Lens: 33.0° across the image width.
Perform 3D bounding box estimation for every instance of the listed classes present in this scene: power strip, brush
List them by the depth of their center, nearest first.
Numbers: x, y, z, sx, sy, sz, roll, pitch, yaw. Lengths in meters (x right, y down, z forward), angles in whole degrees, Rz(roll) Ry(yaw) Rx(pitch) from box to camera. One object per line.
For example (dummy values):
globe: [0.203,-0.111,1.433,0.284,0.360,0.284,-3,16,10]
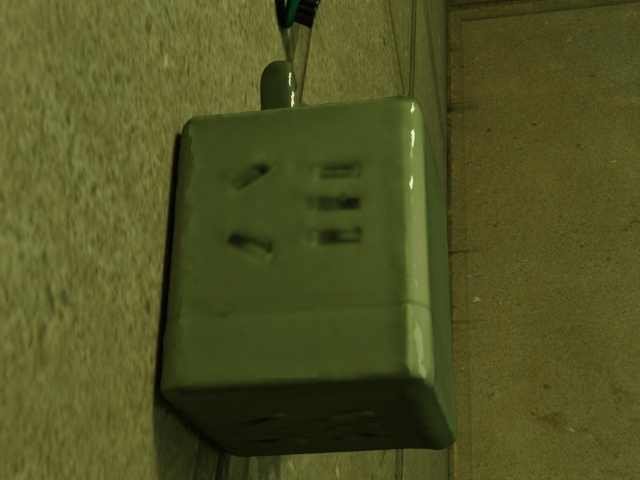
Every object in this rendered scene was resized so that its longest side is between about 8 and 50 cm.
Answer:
power strip: [0.000,0.000,0.618,0.139,0.140,0.224,62,26,-62]
brush: [0.004,-0.262,0.869,0.043,0.032,0.193,-83,-172,-73]
